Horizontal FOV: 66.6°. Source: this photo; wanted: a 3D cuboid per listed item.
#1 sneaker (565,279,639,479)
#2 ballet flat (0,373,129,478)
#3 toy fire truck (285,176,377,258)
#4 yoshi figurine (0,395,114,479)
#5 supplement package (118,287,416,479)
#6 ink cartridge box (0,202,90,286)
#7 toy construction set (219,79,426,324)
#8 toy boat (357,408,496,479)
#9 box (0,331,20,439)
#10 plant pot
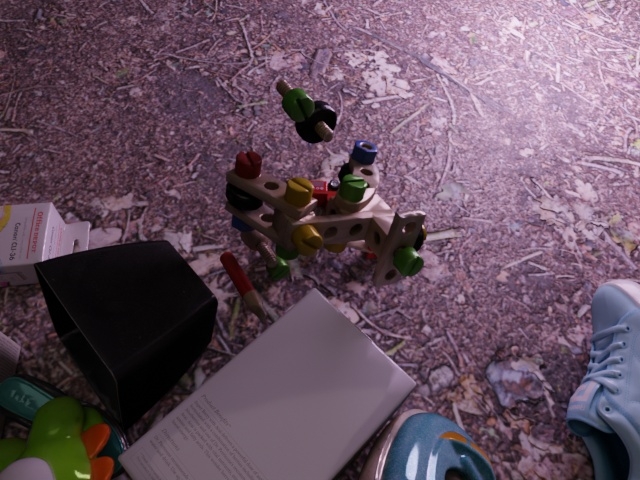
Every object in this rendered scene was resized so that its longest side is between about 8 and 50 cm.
[{"bbox_3d":[0.426,0.218,0.693,0.150,0.135,0.366,7,58,-6],"label":"sneaker"},{"bbox_3d":[-0.326,0.240,0.636,0.203,0.074,0.074,28,60,9],"label":"ballet flat"},{"bbox_3d":[0.029,-0.040,0.854,0.192,0.047,0.135,3,61,-3],"label":"toy fire truck"},{"bbox_3d":[-0.317,0.336,0.462,0.203,0.204,0.362,8,42,-10],"label":"yoshi figurine"},{"bbox_3d":[-0.054,0.239,0.603,0.293,0.175,0.177,-38,68,-25],"label":"supplement package"},{"bbox_3d":[-0.476,0.007,0.760,0.198,0.067,0.115,-6,60,-10],"label":"ink cartridge box"},{"bbox_3d":[0.000,0.000,0.681,0.257,0.309,0.237,12,33,-49],"label":"toy construction set"},{"bbox_3d":[0.178,0.344,0.551,0.318,0.148,0.267,59,25,6],"label":"toy boat"},{"bbox_3d":[-0.462,0.247,0.594,0.094,0.113,0.275,-2,58,-7],"label":"box"},{"bbox_3d":[-0.249,0.109,0.668,0.167,0.187,0.188,-32,67,-36],"label":"plant pot"}]
